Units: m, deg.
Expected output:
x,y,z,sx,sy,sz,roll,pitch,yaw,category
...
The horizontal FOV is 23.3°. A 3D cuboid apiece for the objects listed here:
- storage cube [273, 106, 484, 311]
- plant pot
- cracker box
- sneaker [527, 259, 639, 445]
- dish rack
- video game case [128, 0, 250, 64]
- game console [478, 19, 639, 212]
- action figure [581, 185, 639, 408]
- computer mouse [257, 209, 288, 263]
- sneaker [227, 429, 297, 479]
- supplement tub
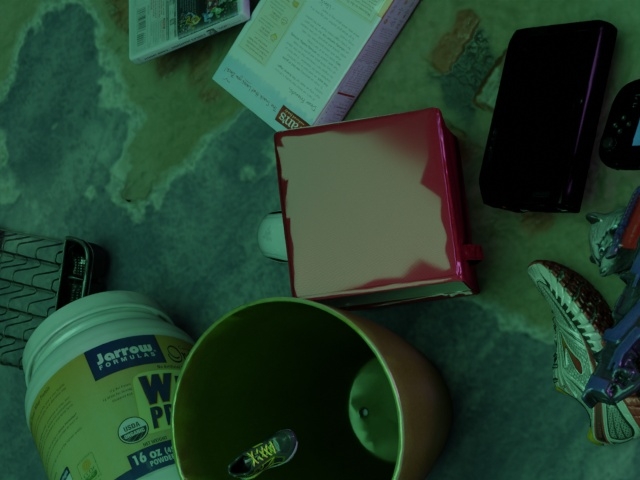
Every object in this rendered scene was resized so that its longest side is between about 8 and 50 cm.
x,y,z,sx,sy,sz,roll,pitch,yaw,category
0.068,-0.028,1.736,0.215,0.184,0.193,-9,82,11,storage cube
0.028,0.199,1.713,0.275,0.293,0.274,-1,88,27,plant pot
-0.006,-0.244,1.869,0.156,0.067,0.232,41,106,24,cracker box
0.283,0.122,1.699,0.093,0.088,0.225,-33,74,24,sneaker
-0.410,0.081,2.068,0.272,0.074,0.208,11,93,27,dish rack
-0.167,-0.330,1.947,0.173,0.022,0.190,-18,60,26,video game case
0.322,-0.136,1.628,0.361,0.044,0.213,1,74,48,game console
0.408,0.067,1.592,0.330,0.178,0.341,28,76,30,action figure
0.000,0.000,1.874,0.193,0.042,0.106,1,90,27,computer mouse
-0.059,0.220,1.571,0.083,0.035,0.031,-38,73,21,sneaker
-0.219,0.236,1.844,0.228,0.228,0.316,-46,50,19,supplement tub
